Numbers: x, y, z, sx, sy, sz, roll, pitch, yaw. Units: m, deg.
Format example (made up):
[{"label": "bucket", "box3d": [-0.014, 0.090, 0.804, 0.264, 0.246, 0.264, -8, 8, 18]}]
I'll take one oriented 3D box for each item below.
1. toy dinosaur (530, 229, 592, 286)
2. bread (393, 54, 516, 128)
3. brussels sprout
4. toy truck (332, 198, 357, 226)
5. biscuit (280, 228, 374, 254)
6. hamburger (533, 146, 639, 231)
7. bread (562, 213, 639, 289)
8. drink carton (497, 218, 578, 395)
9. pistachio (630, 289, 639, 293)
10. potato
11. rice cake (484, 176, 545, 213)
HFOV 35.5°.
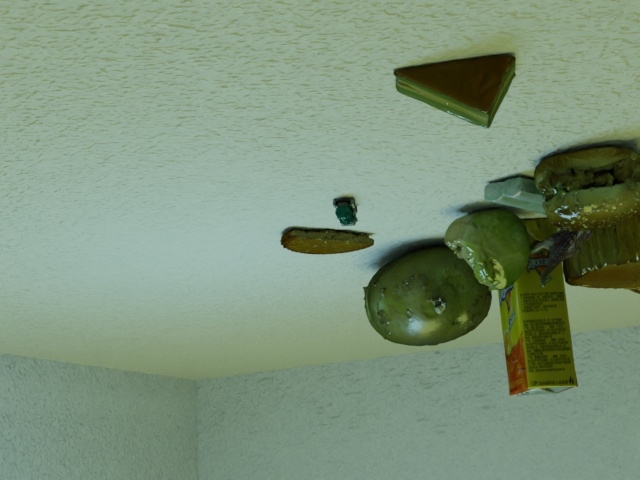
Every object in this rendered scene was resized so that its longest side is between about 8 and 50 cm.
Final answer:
[{"label": "toy dinosaur", "box3d": [0.465, 0.006, 1.921, 0.251, 0.072, 0.200, -37, 173, -14]}, {"label": "bread", "box3d": [0.174, -0.215, 1.302, 0.139, 0.084, 0.074, 25, 173, 16]}, {"label": "brussels sprout", "box3d": [0.338, 0.007, 1.981, 0.183, 0.145, 0.131, 48, 167, -25]}, {"label": "toy truck", "box3d": [0.047, -0.050, 1.858, 0.039, 0.044, 0.083, -3, 166, 9]}, {"label": "biscuit", "box3d": [0.001, 0.003, 2.093, 0.206, 0.025, 0.126, 6, 162, -30]}, {"label": "hamburger", "box3d": [0.465, -0.079, 1.701, 0.190, 0.122, 0.215, -8, 168, 7]}, {"label": "bread", "box3d": [0.630, 0.017, 2.095, 0.254, 0.142, 0.227, 6, 164, -25]}, {"label": "drink carton", "box3d": [0.447, 0.142, 2.096, 0.111, 0.351, 0.154, -2, 166, -6]}, {"label": "pistachio", "box3d": [0.787, 0.062, 2.311, 0.215, 0.143, 0.144, -6, 168, -22]}, {"label": "potato", "box3d": [0.222, 0.139, 2.301, 0.270, 0.219, 0.359, -4, 170, -29]}, {"label": "rice cake", "box3d": [0.402, -0.080, 1.843, 0.226, 0.040, 0.085, 8, 163, -40]}]
